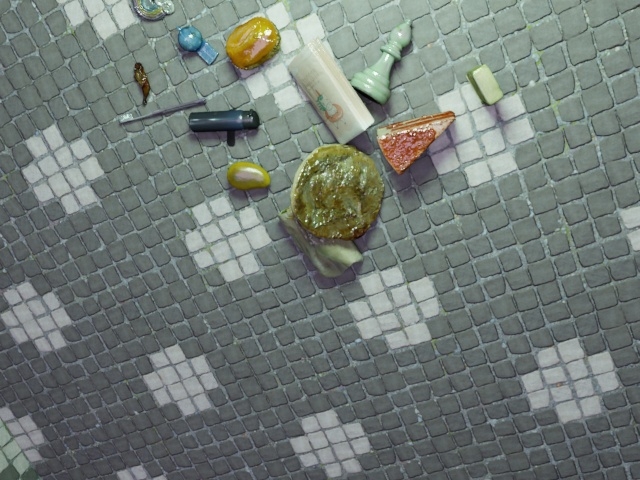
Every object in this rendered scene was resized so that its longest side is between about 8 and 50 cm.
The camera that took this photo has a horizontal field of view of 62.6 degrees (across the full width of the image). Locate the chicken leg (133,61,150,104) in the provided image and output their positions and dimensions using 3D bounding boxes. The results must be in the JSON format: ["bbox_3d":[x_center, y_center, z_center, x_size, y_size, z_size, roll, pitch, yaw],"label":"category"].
[{"bbox_3d":[-0.640,-0.564,1.890,0.062,0.037,0.145,-3,108,35],"label":"chicken leg"}]

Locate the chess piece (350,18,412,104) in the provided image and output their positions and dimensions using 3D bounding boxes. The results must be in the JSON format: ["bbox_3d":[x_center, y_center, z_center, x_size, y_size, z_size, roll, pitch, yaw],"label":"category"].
[{"bbox_3d":[0.216,-0.586,1.691,0.139,0.139,0.272,30,99,0],"label":"chess piece"}]

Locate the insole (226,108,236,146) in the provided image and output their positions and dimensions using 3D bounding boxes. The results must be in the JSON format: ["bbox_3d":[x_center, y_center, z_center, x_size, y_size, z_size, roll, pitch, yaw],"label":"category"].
[{"bbox_3d":[-0.320,-0.406,1.900,0.045,0.002,0.135,8,109,9],"label":"insole"}]

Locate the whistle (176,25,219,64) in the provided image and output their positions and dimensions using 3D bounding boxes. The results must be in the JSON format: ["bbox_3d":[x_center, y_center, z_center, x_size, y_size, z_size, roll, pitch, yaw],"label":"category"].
[{"bbox_3d":[-0.429,-0.672,1.789,0.158,0.090,0.090,43,110,-5],"label":"whistle"}]

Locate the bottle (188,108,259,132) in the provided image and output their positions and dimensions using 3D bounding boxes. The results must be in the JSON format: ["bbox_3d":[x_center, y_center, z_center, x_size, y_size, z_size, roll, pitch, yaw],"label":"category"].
[{"bbox_3d":[-0.338,-0.420,1.859,0.244,0.072,0.082,-1,145,12],"label":"bottle"}]

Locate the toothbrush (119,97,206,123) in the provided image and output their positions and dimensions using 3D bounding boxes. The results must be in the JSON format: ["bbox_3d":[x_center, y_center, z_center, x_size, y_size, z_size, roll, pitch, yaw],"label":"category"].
[{"bbox_3d":[-0.579,-0.476,1.914,0.353,0.024,0.029,-9,98,14],"label":"toothbrush"}]

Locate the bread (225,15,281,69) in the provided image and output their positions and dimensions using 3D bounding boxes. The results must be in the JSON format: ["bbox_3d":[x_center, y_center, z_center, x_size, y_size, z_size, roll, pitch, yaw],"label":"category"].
[{"bbox_3d":[-0.224,-0.653,1.748,0.190,0.114,0.132,-33,97,13],"label":"bread"}]

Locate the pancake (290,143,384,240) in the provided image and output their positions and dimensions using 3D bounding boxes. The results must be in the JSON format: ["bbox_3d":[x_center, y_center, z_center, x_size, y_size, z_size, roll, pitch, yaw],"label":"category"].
[{"bbox_3d":[0.063,-0.162,1.802,0.356,0.065,0.356,-5,103,-22],"label":"pancake"}]

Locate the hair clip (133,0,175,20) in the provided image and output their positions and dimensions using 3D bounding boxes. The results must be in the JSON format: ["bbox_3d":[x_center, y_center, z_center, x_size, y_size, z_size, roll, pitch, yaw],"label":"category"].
[{"bbox_3d":[-0.588,-0.820,1.795,0.116,0.049,0.172,-34,108,32],"label":"hair clip"}]

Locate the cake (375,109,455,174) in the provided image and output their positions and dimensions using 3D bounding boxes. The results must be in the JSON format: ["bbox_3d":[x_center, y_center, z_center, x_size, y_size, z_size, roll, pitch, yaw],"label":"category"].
[{"bbox_3d":[0.325,-0.317,1.730,0.262,0.158,0.160,-11,110,13],"label":"cake"}]

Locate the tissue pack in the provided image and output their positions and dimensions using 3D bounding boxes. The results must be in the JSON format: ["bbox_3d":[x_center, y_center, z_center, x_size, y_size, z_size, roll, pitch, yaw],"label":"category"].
[{"bbox_3d":[0.031,-0.483,1.732,0.325,0.071,0.170,54,153,-9],"label":"tissue pack"}]

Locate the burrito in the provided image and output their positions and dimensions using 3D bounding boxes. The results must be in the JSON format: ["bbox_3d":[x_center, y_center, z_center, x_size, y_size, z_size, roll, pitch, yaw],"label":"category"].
[{"bbox_3d":[0.003,-0.001,1.909,0.190,0.135,0.332,-33,103,11],"label":"burrito"}]

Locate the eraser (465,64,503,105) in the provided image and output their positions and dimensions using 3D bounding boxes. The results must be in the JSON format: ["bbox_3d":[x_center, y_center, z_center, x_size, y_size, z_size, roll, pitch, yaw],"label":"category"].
[{"bbox_3d":[0.508,-0.482,1.631,0.058,0.172,0.117,-29,100,16],"label":"eraser"}]

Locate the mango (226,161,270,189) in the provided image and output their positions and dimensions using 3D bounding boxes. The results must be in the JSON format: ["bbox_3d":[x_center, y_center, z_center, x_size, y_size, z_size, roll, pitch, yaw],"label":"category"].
[{"bbox_3d":[-0.259,-0.231,1.909,0.161,0.076,0.103,9,105,4],"label":"mango"}]
